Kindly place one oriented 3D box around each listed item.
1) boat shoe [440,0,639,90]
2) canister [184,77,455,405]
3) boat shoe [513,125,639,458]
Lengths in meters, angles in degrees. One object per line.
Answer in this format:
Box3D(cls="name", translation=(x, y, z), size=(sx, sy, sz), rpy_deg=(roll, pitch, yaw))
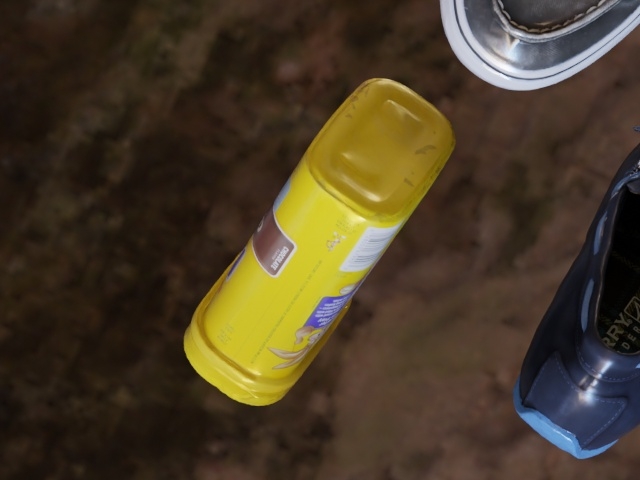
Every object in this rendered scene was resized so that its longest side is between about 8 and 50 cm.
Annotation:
Box3D(cls="boat shoe", translation=(0.173, -0.218, 0.931), size=(0.335, 0.121, 0.119), rpy_deg=(-56, -171, 5))
Box3D(cls="canister", translation=(0.000, 0.000, 1.108), size=(0.170, 0.073, 0.126), rpy_deg=(-56, 178, 42))
Box3D(cls="boat shoe", translation=(0.190, 0.008, 1.003), size=(0.258, 0.109, 0.089), rpy_deg=(-61, 179, -41))
